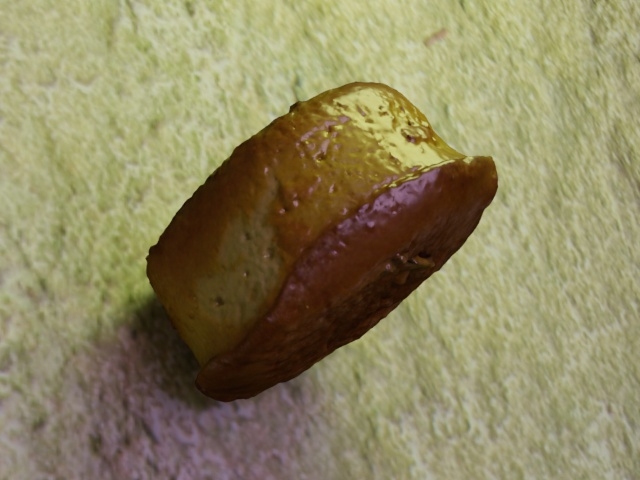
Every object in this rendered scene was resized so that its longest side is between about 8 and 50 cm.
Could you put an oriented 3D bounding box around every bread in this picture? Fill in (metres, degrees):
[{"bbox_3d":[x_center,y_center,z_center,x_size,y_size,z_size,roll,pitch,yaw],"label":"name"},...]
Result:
[{"bbox_3d":[0.000,0.000,1.125,0.268,0.268,0.146,-23,72,-48],"label":"bread"}]
